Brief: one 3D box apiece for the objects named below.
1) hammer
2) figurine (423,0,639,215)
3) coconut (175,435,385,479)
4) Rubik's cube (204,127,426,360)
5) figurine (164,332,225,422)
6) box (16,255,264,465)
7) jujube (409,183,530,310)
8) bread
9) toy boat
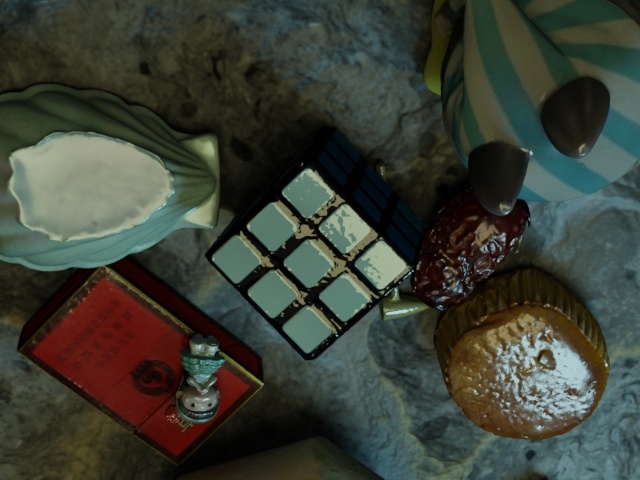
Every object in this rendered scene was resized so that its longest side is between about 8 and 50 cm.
[{"bbox_3d":[0.088,-0.001,1.597,0.060,0.028,0.195,-10,117,-4],"label":"hammer"},{"bbox_3d":[0.237,-0.192,1.308,0.266,0.377,0.361,-8,119,1],"label":"figurine"},{"bbox_3d":[-0.022,0.379,1.647,0.310,0.297,0.297,-20,117,10],"label":"coconut"},{"bbox_3d":[0.000,0.000,1.496,0.162,0.160,0.163,44,108,-5],"label":"Rubik's cube"},{"bbox_3d":[-0.138,0.154,1.575,0.060,0.047,0.106,0,113,-23],"label":"figurine"},{"bbox_3d":[-0.201,0.130,1.621,0.240,0.074,0.153,39,104,-21],"label":"box"},{"bbox_3d":[0.155,0.004,1.561,0.104,0.104,0.166,31,113,-18],"label":"jujube"},{"bbox_3d":[0.231,0.136,1.632,0.199,0.104,0.199,-1,119,-1],"label":"bread"},{"bbox_3d":[-0.248,-0.061,1.481,0.290,0.100,0.199,-2,100,-7],"label":"toy boat"}]
